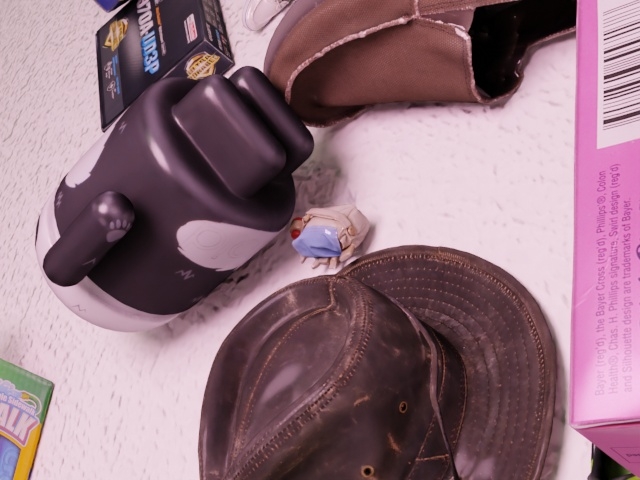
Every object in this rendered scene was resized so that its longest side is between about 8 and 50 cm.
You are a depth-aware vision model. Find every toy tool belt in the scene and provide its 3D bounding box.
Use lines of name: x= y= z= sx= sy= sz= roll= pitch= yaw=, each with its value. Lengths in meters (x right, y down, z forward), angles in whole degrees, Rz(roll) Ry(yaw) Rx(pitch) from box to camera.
toy tool belt: x=0.000 y=0.000 z=0.799 sx=0.083 sy=0.052 sz=0.051 roll=-9 pitch=48 yaw=40

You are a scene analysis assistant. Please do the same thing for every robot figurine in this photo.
robot figurine: x=-0.138 y=-0.036 z=0.845 sx=0.278 sy=0.209 sz=0.173 roll=-39 pitch=49 yaw=30

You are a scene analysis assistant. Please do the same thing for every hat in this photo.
hat: x=-0.002 y=0.126 z=0.649 sx=0.331 sy=0.134 sz=0.331 roll=-23 pitch=49 yaw=30

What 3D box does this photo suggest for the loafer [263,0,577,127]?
loafer: x=0.096 y=-0.170 z=0.763 sx=0.366 sy=0.134 sz=0.130 roll=-25 pitch=67 yaw=38

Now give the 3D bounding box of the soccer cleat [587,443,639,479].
soccer cleat: x=0.190 y=0.072 z=0.547 sx=0.060 sy=0.072 sz=0.179 roll=-8 pitch=57 yaw=40

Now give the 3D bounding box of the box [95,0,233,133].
box: x=-0.199 y=-0.238 z=1.159 sx=0.175 sy=0.051 sz=0.220 roll=-36 pitch=43 yaw=20

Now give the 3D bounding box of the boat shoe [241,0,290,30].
boat shoe: x=-0.049 y=-0.277 z=1.058 sx=0.100 sy=0.035 sz=0.035 roll=-50 pitch=37 yaw=-7

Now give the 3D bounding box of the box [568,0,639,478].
box: x=0.219 y=0.018 z=0.426 sx=0.117 sy=0.243 sz=0.213 roll=-15 pitch=54 yaw=37

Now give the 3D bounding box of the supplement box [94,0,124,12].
supplement box: x=-0.199 y=-0.491 z=1.184 sx=0.356 sy=0.195 sz=0.194 roll=-40 pitch=16 yaw=15

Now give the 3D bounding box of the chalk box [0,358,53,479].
chalk box: x=-0.409 y=0.200 z=0.952 sx=0.180 sy=0.179 sz=0.289 roll=-18 pitch=50 yaw=36
